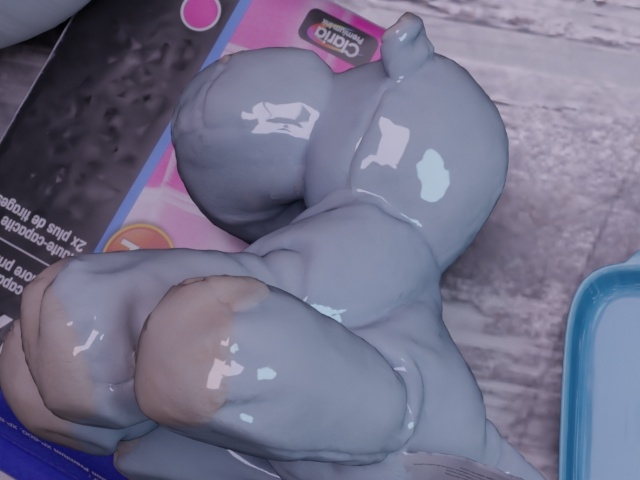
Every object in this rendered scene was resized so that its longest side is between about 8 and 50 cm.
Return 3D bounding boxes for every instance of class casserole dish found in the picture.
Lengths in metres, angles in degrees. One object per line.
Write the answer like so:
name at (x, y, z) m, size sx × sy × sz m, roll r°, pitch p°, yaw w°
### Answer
casserole dish at (0.190, 0.098, 0.948) m, size 0.114 × 0.037 × 0.188 m, roll 3°, pitch 82°, yaw 6°

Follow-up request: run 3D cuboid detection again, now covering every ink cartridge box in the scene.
ink cartridge box at (-0.116, 0.007, 0.983) m, size 0.176 × 0.069 × 0.371 m, roll 28°, pitch 87°, yaw 9°

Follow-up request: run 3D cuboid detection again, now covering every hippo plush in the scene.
hippo plush at (0.000, 0.000, 0.824) m, size 0.294 × 0.234 × 0.236 m, roll 7°, pitch 71°, yaw 22°

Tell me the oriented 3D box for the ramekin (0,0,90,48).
ramekin at (-0.213, -0.240, 0.963) m, size 0.277 × 0.135 × 0.277 m, roll -6°, pitch 75°, yaw 22°
